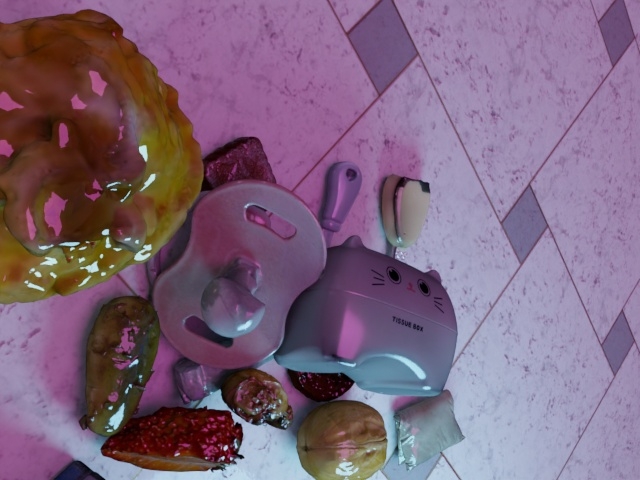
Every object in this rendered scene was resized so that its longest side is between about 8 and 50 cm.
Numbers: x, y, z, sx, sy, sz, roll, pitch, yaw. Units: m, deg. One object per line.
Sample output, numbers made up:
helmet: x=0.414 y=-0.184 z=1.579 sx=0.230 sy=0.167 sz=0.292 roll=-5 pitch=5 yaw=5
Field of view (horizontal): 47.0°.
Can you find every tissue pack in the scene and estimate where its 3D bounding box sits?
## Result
tissue pack: x=0.085 y=0.142 z=1.349 sx=0.333 sy=0.229 sz=0.236 roll=23 pitch=67 yaw=-34

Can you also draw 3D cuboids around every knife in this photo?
knife: x=-0.001 y=-0.001 z=1.430 sx=0.080 sy=0.044 sz=0.332 roll=26 pitch=80 yaw=-32

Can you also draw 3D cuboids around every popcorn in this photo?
popcorn: x=-0.353 y=-0.102 z=0.943 sx=0.344 sy=0.353 sz=0.390 roll=64 pitch=12 yaw=-3

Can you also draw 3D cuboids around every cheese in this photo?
cheese: x=0.173 y=-0.010 z=1.571 sx=0.127 sy=0.054 sz=0.252 roll=8 pitch=92 yaw=-41

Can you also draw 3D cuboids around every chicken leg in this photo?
chicken leg: x=-0.098 y=0.290 z=1.314 sx=0.087 sy=0.107 sz=0.251 roll=-54 pitch=156 yaw=-13

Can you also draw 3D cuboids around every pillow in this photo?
pillow: x=0.239 y=0.430 z=1.675 sx=0.181 sy=0.077 sz=0.134 roll=-19 pitch=105 yaw=-34

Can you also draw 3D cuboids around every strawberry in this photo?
strawberry: x=-0.242 y=0.330 z=1.230 sx=0.228 sy=0.174 sz=0.098 roll=4 pitch=64 yaw=-8

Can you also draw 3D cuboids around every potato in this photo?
potato: x=-0.315 y=0.195 z=1.158 sx=0.117 sy=0.090 sz=0.226 roll=17 pitch=84 yaw=-40

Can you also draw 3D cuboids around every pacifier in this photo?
pacifier: x=-0.133 y=0.065 z=1.183 sx=0.220 sy=0.273 sz=0.332 roll=19 pitch=106 yaw=-44

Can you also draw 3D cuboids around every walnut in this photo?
walnut: x=0.042 y=0.398 z=1.450 sx=0.197 sy=0.165 sz=0.165 roll=-2 pitch=97 yaw=-40

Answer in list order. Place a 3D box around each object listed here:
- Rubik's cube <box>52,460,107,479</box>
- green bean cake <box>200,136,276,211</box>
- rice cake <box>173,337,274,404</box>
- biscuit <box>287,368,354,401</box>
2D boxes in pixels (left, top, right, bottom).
Rubik's cube: x=-0.335 y=0.549 z=1.062 sx=0.292 sy=0.286 sz=0.293 roll=-39 pitch=119 yaw=-30
green bean cake: x=-0.146 y=-0.100 z=1.284 sx=0.135 sy=0.056 sz=0.135 roll=-35 pitch=116 yaw=-31
rice cake: x=-0.166 y=0.213 z=1.305 sx=0.206 sy=0.063 sz=0.069 roll=-27 pitch=110 yaw=-36
biscuit: x=0.017 y=0.230 z=1.474 sx=0.192 sy=0.049 sz=0.192 roll=-4 pitch=97 yaw=-33
